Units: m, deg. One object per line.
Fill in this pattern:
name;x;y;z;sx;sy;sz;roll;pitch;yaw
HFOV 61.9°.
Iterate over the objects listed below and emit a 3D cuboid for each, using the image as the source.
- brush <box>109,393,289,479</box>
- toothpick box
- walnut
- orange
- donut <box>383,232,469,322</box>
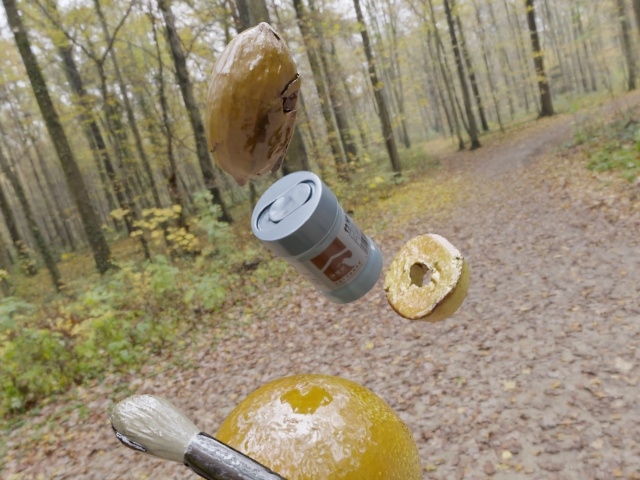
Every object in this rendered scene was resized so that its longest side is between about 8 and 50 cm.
brush;-0.014;0.172;0.341;0.299;0.039;0.042;22;-23;17
toothpick box;0.000;0.000;0.658;0.101;0.153;0.101;-23;45;25
walnut;-0.098;-0.183;0.752;0.137;0.245;0.137;14;38;-11
orange;-0.008;0.296;0.651;0.274;0.274;0.274;-15;9;2
donut;0.197;0.072;0.973;0.162;0.065;0.178;-47;32;17
